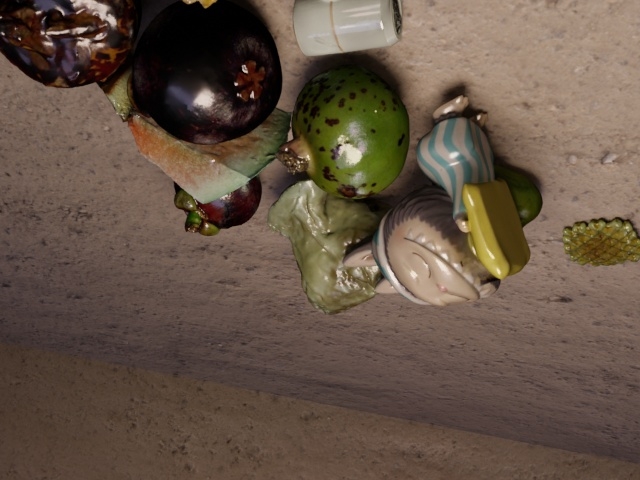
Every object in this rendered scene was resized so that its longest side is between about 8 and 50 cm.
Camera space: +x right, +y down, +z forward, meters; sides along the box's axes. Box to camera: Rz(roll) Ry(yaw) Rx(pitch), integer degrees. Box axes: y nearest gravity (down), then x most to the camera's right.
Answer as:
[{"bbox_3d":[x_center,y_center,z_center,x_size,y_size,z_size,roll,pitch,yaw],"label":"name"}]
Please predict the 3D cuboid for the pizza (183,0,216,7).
[{"bbox_3d":[-0.237,-0.481,0.961,0.366,0.074,0.182,14,103,2],"label":"pizza"}]

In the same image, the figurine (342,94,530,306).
[{"bbox_3d":[0.181,-0.036,1.198,0.378,0.361,0.266,-19,160,29],"label":"figurine"}]

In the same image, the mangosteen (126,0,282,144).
[{"bbox_3d":[-0.228,-0.313,1.113,0.302,0.275,0.275,17,154,39],"label":"mangosteen"}]

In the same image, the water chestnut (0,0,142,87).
[{"bbox_3d":[-0.475,-0.401,1.058,0.300,0.300,0.300,10,147,7],"label":"water chestnut"}]

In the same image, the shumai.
[{"bbox_3d":[0.000,0.000,1.430,0.289,0.292,0.330,20,112,-30],"label":"shumai"}]

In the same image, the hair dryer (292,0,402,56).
[{"bbox_3d":[0.015,-0.463,0.946,0.173,0.107,0.357,-2,137,19],"label":"hair dryer"}]

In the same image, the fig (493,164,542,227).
[{"bbox_3d":[0.358,-0.084,1.304,0.234,0.167,0.167,17,147,-15],"label":"fig"}]

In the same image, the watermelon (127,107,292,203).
[{"bbox_3d":[-0.228,-0.212,1.282,0.302,0.264,0.151,25,134,-3],"label":"watermelon"}]

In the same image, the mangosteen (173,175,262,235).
[{"bbox_3d":[-0.247,-0.112,1.449,0.216,0.216,0.216,10,147,7],"label":"mangosteen"}]

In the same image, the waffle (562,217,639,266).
[{"bbox_3d":[0.667,0.010,1.433,0.169,0.036,0.183,-10,139,35],"label":"waffle"}]

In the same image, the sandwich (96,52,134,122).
[{"bbox_3d":[-0.416,-0.330,1.257,0.096,0.258,0.094,-28,132,-10],"label":"sandwich"}]

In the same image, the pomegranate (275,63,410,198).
[{"bbox_3d":[0.046,-0.200,1.157,0.271,0.254,0.254,-29,147,-13],"label":"pomegranate"}]
